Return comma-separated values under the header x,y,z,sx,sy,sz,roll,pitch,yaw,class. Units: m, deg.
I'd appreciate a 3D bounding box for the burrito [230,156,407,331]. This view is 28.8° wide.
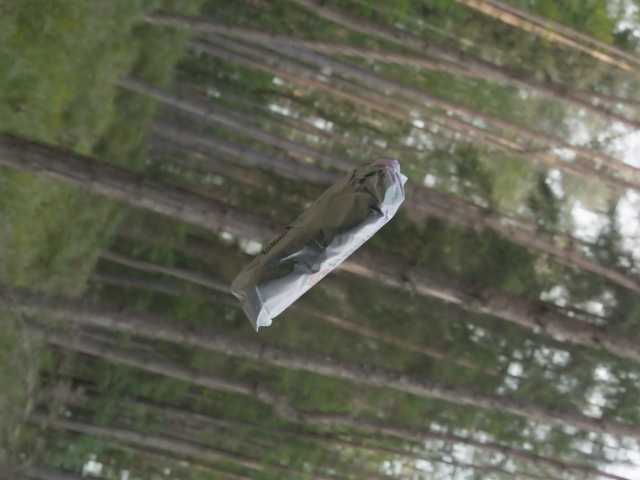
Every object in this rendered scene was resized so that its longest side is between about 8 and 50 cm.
x,y,z,sx,sy,sz,roll,pitch,yaw,class
-0.001,0.000,1.135,0.203,0.064,0.064,-42,-150,17,burrito
